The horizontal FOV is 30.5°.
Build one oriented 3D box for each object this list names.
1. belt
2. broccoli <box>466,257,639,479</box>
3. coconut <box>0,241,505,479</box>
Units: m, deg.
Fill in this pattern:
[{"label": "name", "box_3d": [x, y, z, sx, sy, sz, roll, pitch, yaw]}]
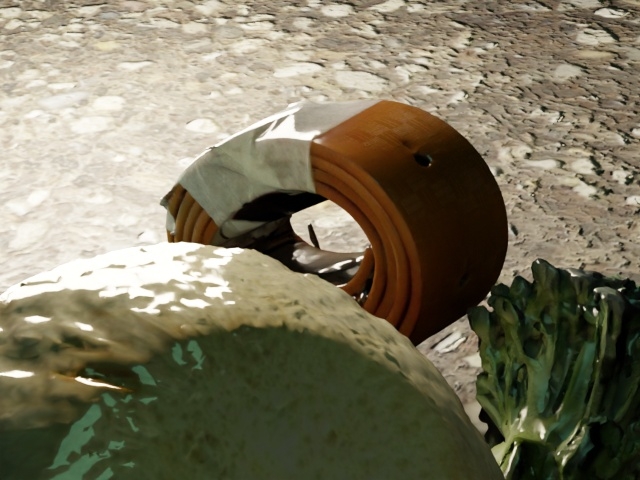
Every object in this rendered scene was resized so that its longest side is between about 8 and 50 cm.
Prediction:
[{"label": "belt", "box_3d": [0.000, 0.000, 0.786, 0.105, 0.184, 0.261, -30, 14, -35]}, {"label": "broccoli", "box_3d": [0.123, 0.150, 0.642, 0.165, 0.145, 0.304, 9, 47, 25]}, {"label": "coconut", "box_3d": [-0.077, 0.153, 0.514, 0.329, 0.328, 0.329, -2, 33, 2]}]
